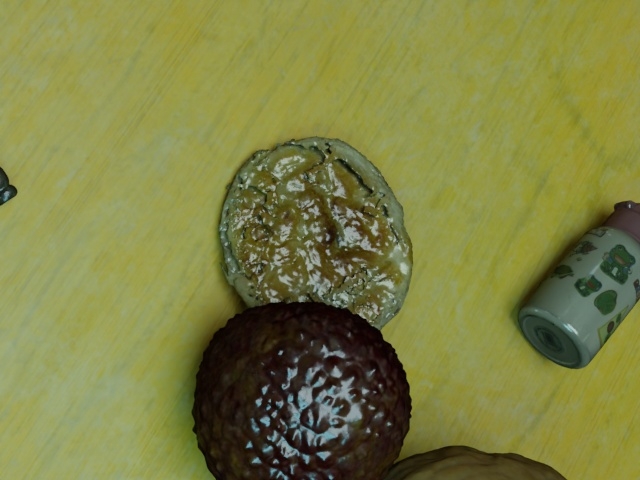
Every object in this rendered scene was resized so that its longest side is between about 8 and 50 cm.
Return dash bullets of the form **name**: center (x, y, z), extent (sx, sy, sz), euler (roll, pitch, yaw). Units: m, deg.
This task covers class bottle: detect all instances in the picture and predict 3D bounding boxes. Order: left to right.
- **bottle**: center (0.389, 0.052, 1.715), extent (0.253, 0.120, 0.120), euler (-45, 105, -22)

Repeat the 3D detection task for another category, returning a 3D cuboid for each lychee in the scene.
- **lychee**: center (-0.023, 0.194, 1.423), extent (0.260, 0.260, 0.261), euler (2, 85, -27)

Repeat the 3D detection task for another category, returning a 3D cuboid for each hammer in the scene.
- **hammer**: center (-0.461, 0.005, 1.345), extent (0.292, 0.029, 0.058), euler (-37, 101, -22)

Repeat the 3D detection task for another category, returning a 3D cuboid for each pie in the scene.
- **pie**: center (0.000, 0.000, 1.561), extent (0.274, 0.055, 0.274), euler (4, 79, -24)

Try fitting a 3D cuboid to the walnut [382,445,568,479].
- **walnut**: center (0.158, 0.393, 1.469), extent (0.343, 0.306, 0.306), euler (11, 81, -40)
